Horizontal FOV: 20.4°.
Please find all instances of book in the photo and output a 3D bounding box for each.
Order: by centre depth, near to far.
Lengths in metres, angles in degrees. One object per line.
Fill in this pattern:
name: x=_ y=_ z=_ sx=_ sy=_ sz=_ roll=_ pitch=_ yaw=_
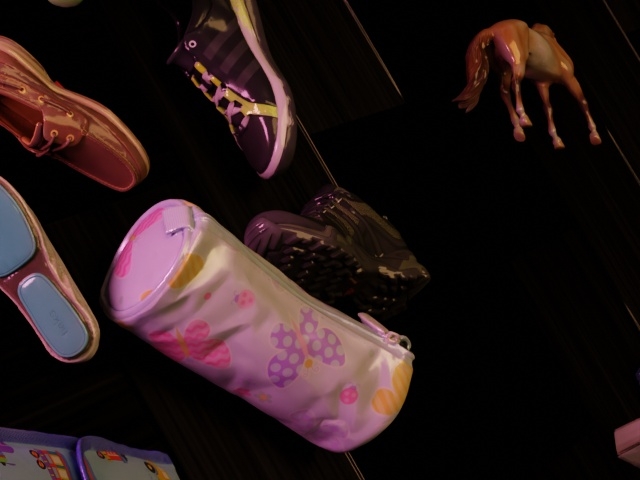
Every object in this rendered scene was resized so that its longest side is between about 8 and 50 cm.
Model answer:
book: x=0.400 y=0.205 z=1.891 sx=0.096 sy=0.144 sz=0.035 roll=30 pitch=42 yaw=-31

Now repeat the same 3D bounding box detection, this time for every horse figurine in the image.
horse figurine: x=0.243 y=-0.197 z=2.098 sx=0.263 sy=0.066 sz=0.174 roll=5 pitch=65 yaw=-51

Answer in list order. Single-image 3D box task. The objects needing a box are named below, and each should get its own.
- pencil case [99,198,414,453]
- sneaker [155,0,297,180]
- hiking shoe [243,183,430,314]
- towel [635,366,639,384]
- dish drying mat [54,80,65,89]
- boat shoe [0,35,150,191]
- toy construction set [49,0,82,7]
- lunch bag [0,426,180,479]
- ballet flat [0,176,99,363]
pencil case: x=-0.049 y=0.074 z=1.480 sx=0.273 sy=0.124 sz=0.113 roll=33 pitch=41 yaw=-29
sneaker: x=-0.098 y=-0.157 z=1.669 sx=0.097 sy=0.084 sz=0.235 roll=-9 pitch=67 yaw=-27
hiking shoe: x=0.000 y=0.000 z=1.652 sx=0.227 sy=0.086 sz=0.114 roll=19 pitch=36 yaw=-48
towel: x=0.406 y=0.183 z=2.018 sx=0.119 sy=0.029 sz=0.067 roll=53 pitch=36 yaw=-5
dish drying mat: x=-0.205 y=-0.100 z=1.533 sx=0.083 sy=0.008 sz=0.032 roll=45 pitch=36 yaw=-14
boat shoe: x=-0.223 y=-0.093 z=1.465 sx=0.178 sy=0.064 sz=0.060 roll=37 pitch=44 yaw=-15
toy construction set: x=-0.257 y=-0.341 z=1.515 sx=0.308 sy=0.257 sz=0.237 roll=13 pitch=63 yaw=-19
lunch bag: x=-0.158 y=0.250 z=1.196 sx=0.293 sy=0.138 sz=0.221 roll=10 pitch=46 yaw=-53
ballet flat: x=-0.226 y=0.023 z=1.385 sx=0.168 sy=0.057 sz=0.052 roll=61 pitch=7 yaw=0
